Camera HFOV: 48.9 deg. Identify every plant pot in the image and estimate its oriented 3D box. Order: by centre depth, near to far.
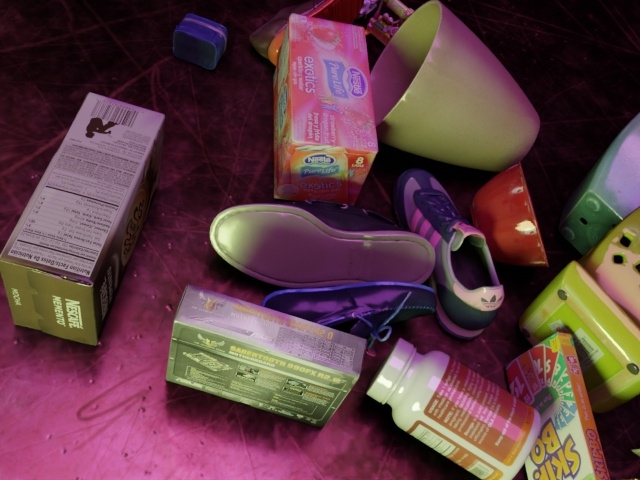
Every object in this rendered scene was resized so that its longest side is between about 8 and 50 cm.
[{"bbox_3d":[0.451,0.118,1.062,0.207,0.228,0.227,-28,68,-24],"label":"plant pot"},{"bbox_3d":[0.566,-0.063,1.215,0.252,0.248,0.247,-35,71,-20],"label":"plant pot"},{"bbox_3d":[0.242,-0.239,1.252,0.274,0.256,0.256,27,51,-19],"label":"plant pot"}]

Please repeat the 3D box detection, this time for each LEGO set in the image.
[{"bbox_3d":[0.206,-0.434,1.435,0.287,0.107,0.132,26,53,3],"label":"LEGO set"}]

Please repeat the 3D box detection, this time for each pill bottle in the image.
[{"bbox_3d":[0.178,0.228,0.964,0.216,0.121,0.121,32,54,6],"label":"pill bottle"}]

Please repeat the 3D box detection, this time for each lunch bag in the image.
[{"bbox_3d":[-0.222,-0.367,1.288,0.098,0.067,0.065,22,53,1],"label":"lunch bag"}]

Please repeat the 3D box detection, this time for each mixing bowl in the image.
[{"bbox_3d":[0.308,-0.032,1.170,0.098,0.181,0.181,-15,55,17],"label":"mixing bowl"}]

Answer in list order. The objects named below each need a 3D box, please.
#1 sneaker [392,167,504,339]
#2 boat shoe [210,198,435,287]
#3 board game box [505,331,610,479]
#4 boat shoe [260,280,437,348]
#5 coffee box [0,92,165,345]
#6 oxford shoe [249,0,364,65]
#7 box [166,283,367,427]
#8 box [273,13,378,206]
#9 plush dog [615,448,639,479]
[{"bbox_3d":[0.213,-0.010,1.131,0.112,0.131,0.319,-8,59,-21],"label":"sneaker"},{"bbox_3d":[0.001,-0.004,1.083,0.340,0.127,0.113,3,20,-9],"label":"boat shoe"},{"bbox_3d":[0.328,0.270,0.975,0.039,0.124,0.259,10,54,-23],"label":"board game box"},{"bbox_3d":[0.043,0.119,1.028,0.258,0.109,0.089,-6,64,-1],"label":"boat shoe"},{"bbox_3d":[-0.315,-0.032,0.969,0.118,0.168,0.297,16,54,-5],"label":"coffee box"},{"bbox_3d":[-0.020,-0.440,1.372,0.098,0.097,0.271,37,60,26],"label":"oxford shoe"},{"bbox_3d":[-0.077,0.154,0.902,0.231,0.183,0.056,17,53,-4],"label":"box"},{"bbox_3d":[0.001,-0.224,1.203,0.142,0.154,0.300,6,54,-12],"label":"box"},{"bbox_3d":[0.479,0.409,0.893,0.210,0.262,0.225,-5,40,20],"label":"plush dog"}]
